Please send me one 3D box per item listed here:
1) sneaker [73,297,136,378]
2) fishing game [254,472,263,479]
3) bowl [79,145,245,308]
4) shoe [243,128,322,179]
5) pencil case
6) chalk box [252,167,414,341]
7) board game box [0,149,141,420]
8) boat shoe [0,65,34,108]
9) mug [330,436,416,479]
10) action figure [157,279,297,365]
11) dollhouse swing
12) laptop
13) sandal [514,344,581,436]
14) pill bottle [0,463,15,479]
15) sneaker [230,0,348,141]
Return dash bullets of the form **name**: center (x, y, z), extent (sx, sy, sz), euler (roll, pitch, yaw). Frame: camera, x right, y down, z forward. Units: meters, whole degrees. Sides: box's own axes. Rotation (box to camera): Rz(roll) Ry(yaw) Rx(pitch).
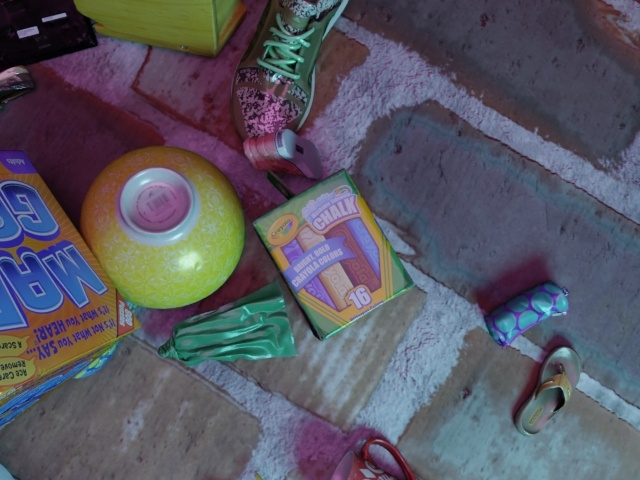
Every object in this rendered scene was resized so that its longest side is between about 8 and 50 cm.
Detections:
- **sneaker**: center (-0.384, 0.151, 1.270), extent (0.078, 0.067, 0.188), euler (23, 79, 7)
- **fishing game**: center (-0.162, 0.529, 1.258), extent (0.189, 0.041, 0.264), euler (42, 89, 9)
- **bowl**: center (-0.266, -0.042, 1.220), extent (0.289, 0.156, 0.289), euler (2, 74, -7)
- **shoe**: center (-0.063, -0.145, 1.274), extent (0.081, 0.178, 0.063), euler (-6, 77, 22)
- **pencil case**: center (0.371, 0.131, 1.311), extent (0.152, 0.064, 0.070), euler (-28, 62, -5)
- **chalk box**: center (0.000, 0.000, 1.244), extent (0.179, 0.180, 0.289), euler (-29, 88, -5)
- **board game box**: center (-0.566, 0.112, 1.066), extent (0.356, 0.356, 0.356), euler (-36, 88, 14)
- **boat shoe**: center (-0.582, -0.256, 1.296), extent (0.152, 0.056, 0.049), euler (-32, 82, -6)
- **mug**: center (0.112, 0.432, 1.247), extent (0.169, 0.113, 0.150), euler (28, 86, -4)
- **action figure**: center (-0.170, 0.163, 1.277), extent (0.232, 0.063, 0.137), euler (-14, 88, -8)
- **dollhouse swing**: center (-0.229, -0.533, 1.204), extent (0.315, 0.347, 0.305), euler (11, 75, -2)
- **laptop**: center (-0.558, -0.462, 1.338), extent (0.234, 0.136, 0.264), euler (-17, 111, -4)
- **sandal**: center (0.413, 0.273, 1.307), extent (0.072, 0.049, 0.180), euler (34, 84, 0)
- **pill bottle**: center (-0.631, 0.482, 1.172), extent (0.278, 0.162, 0.162), euler (-37, 88, -5)
- **sneaker**: center (-0.057, -0.360, 1.271), extent (0.158, 0.182, 0.410), euler (18, 86, 0)
